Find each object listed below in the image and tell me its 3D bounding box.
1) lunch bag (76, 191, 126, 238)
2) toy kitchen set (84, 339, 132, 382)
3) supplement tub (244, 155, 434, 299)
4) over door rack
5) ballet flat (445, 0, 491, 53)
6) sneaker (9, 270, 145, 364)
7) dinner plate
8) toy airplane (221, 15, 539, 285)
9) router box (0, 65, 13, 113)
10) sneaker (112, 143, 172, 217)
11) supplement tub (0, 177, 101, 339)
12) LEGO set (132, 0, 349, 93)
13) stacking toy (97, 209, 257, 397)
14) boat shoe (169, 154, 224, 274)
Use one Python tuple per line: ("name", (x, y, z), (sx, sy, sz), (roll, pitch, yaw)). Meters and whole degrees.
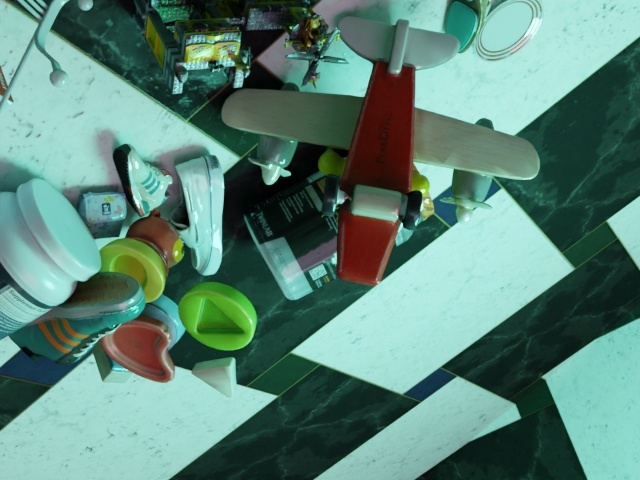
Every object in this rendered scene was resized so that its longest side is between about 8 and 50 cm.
("lunch bag", (-0.358, -0.043, 1.328), (0.071, 0.053, 0.083), (-6, 135, -37))
("toy kitchen set", (-0.418, 0.161, 1.489), (0.207, 0.122, 0.166), (13, 128, -47))
("supplement tub", (0.036, -0.041, 1.504), (0.316, 0.193, 0.193), (-27, 147, -2))
("over door rack", (-0.408, -0.210, 0.890), (0.324, 0.108, 0.239), (-62, 144, -12))
("ballet flat", (0.252, -0.393, 1.318), (0.067, 0.073, 0.206), (-33, 153, -23))
("sneaker", (-0.387, 0.133, 1.322), (0.302, 0.108, 0.121), (-9, 117, 32))
("dinner plate", (0.330, -0.376, 1.443), (0.141, 0.017, 0.141), (-20, 145, -15))
("toy airplane", (0.091, -0.155, 1.292), (0.384, 0.386, 0.272), (-34, 164, -15))
("router box", (-0.600, -0.154, 0.967), (0.335, 0.082, 0.301), (-38, 146, 12))
("sneaker", (-0.280, -0.107, 1.308), (0.075, 0.057, 0.161), (-30, 149, -20))
("supplement tub", (-0.491, 0.047, 1.219), (0.272, 0.191, 0.191), (-32, 147, 3))
("LEGO set", (-0.087, -0.316, 1.043), (0.332, 0.192, 0.254), (-5, 140, -33))
("stacking toy", (-0.236, 0.112, 1.412), (0.280, 0.130, 0.308), (20, 132, 4))
("boat shoe", (-0.221, -0.039, 1.418), (0.084, 0.095, 0.258), (-11, 132, -20))
